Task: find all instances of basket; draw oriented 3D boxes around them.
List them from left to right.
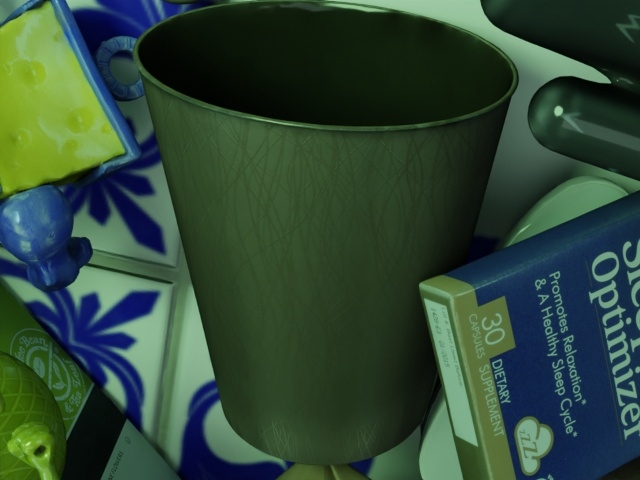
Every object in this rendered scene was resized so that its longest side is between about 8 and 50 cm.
[{"bbox_3d":[0.000,0.000,0.669,0.204,0.154,0.226,14,125,20],"label":"basket"}]

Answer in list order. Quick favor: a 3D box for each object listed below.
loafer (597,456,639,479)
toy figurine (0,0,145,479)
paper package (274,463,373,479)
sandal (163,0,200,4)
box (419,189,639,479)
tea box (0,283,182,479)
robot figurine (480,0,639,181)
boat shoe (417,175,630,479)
[{"bbox_3d":[0.296,0.199,0.712,0.366,0.130,0.133,31,90,-5],"label":"loafer"},{"bbox_3d":[-0.154,-0.042,0.629,0.191,0.217,0.362,-21,99,54],"label":"toy figurine"},{"bbox_3d":[0.009,0.335,0.789,0.309,0.168,0.325,35,135,-10],"label":"paper package"},{"bbox_3d":[-0.035,-0.207,0.610,0.090,0.060,0.219,39,116,-13],"label":"sandal"},{"bbox_3d":[0.167,0.048,0.651,0.225,0.036,0.136,-23,108,-24],"label":"box"},{"bbox_3d":[-0.326,0.185,0.771,0.329,0.220,0.323,-31,110,21],"label":"tea box"},{"bbox_3d":[0.182,-0.150,0.545,0.278,0.173,0.209,21,131,-3],"label":"robot figurine"},{"bbox_3d":[0.115,0.052,0.718,0.078,0.070,0.219,23,109,-11],"label":"boat shoe"}]
